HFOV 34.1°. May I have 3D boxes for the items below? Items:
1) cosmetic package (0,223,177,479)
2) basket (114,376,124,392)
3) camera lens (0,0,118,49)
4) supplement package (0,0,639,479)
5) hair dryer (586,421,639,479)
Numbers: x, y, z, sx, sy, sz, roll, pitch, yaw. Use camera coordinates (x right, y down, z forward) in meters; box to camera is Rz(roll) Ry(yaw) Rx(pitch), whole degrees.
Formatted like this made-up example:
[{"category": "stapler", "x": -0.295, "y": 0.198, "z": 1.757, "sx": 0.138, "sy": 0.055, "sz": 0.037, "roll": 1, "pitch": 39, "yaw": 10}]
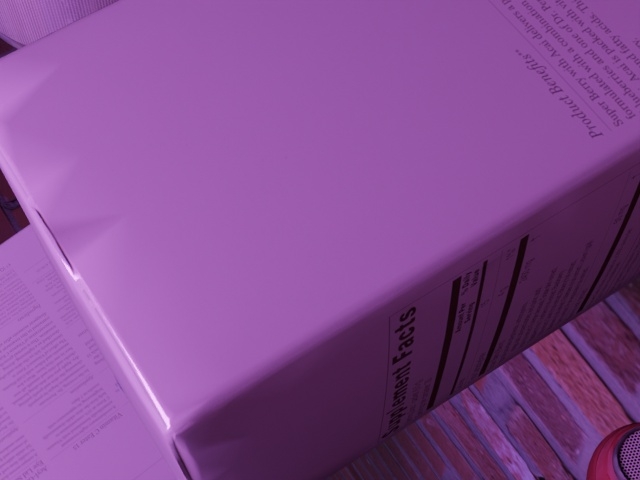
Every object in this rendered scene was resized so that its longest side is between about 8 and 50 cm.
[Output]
[{"category": "cosmetic package", "x": -0.218, "y": 0.124, "z": 0.998, "sx": 0.284, "sy": 0.377, "sz": 0.097, "roll": 52, "pitch": 167, "yaw": 9}, {"category": "basket", "x": -0.047, "y": -0.044, "z": 0.706, "sx": 0.254, "sy": 0.289, "sz": 0.201, "roll": 55, "pitch": 161, "yaw": 31}, {"category": "camera lens", "x": -0.250, "y": -0.318, "z": 0.998, "sx": 0.219, "sy": 0.219, "sz": 0.274, "roll": 56, "pitch": 166, "yaw": 13}, {"category": "supplement package", "x": 0.027, "y": -0.031, "z": 0.475, "sx": 0.177, "sy": 0.293, "sz": 0.175, "roll": 54, "pitch": 165, "yaw": 24}, {"category": "hair dryer", "x": 0.250, "y": 0.212, "z": 0.640, "sx": 0.223, "sy": 0.080, "sz": 0.293, "roll": 60, "pitch": 166, "yaw": -3}]
